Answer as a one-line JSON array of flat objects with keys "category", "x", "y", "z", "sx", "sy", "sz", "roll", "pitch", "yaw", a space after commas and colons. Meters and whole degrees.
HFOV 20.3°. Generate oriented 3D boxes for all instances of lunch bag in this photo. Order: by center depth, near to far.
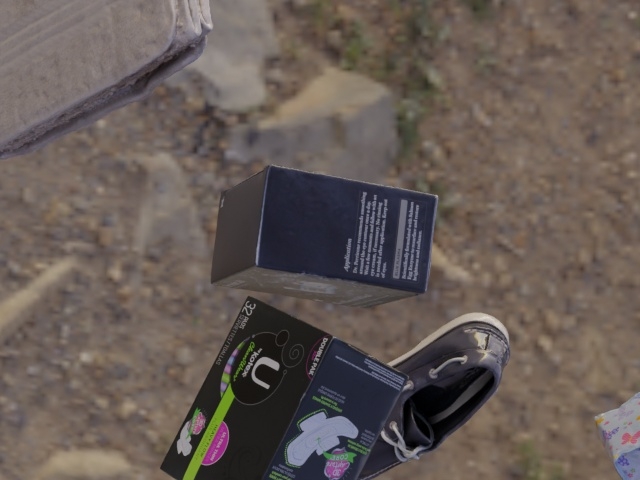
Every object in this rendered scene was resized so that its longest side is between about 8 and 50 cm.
[{"category": "lunch bag", "x": 0.238, "y": 0.161, "z": 1.273, "sx": 0.053, "sy": 0.071, "sz": 0.083, "roll": -29, "pitch": 109, "yaw": 7}]

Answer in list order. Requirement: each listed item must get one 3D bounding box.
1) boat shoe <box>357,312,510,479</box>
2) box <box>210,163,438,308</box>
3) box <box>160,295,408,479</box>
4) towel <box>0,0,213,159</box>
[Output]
[{"category": "boat shoe", "x": 0.068, "y": 0.139, "z": 1.423, "sx": 0.075, "sy": 0.206, "sz": 0.065, "roll": 40, "pitch": 24, "yaw": -20}, {"category": "box", "x": 0.000, "y": 0.000, "z": 1.588, "sx": 0.158, "sy": 0.156, "sz": 0.093, "roll": 10, "pitch": 80, "yaw": -16}, {"category": "box", "x": -0.015, "y": 0.076, "z": 0.744, "sx": 0.052, "sy": 0.062, "sz": 0.083, "roll": 31, "pitch": 84, "yaw": -41}, {"category": "towel", "x": -0.206, "y": -0.200, "z": 1.570, "sx": 0.049, "sy": 0.282, "sz": 0.187, "roll": 14, "pitch": 62, "yaw": -48}]
